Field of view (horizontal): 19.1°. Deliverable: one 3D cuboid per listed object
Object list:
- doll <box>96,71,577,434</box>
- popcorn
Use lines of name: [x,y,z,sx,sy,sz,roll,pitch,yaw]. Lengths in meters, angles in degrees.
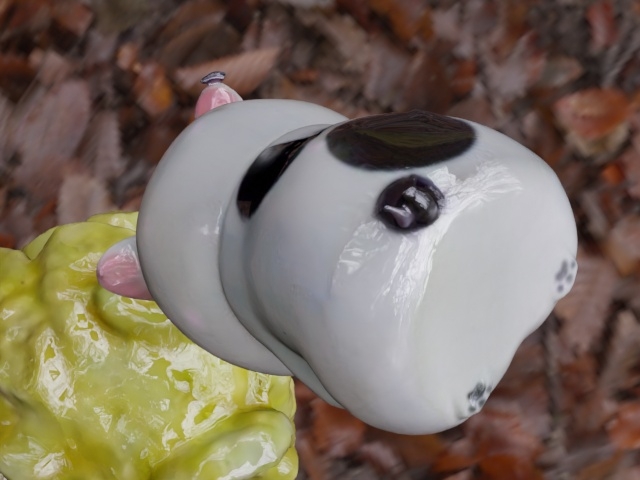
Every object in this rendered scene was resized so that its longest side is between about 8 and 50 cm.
doll: [0.006,0.003,0.687,0.107,0.180,0.110,47,70,-28]
popcorn: [-0.107,0.102,0.949,0.181,0.235,0.217,-3,36,-46]
